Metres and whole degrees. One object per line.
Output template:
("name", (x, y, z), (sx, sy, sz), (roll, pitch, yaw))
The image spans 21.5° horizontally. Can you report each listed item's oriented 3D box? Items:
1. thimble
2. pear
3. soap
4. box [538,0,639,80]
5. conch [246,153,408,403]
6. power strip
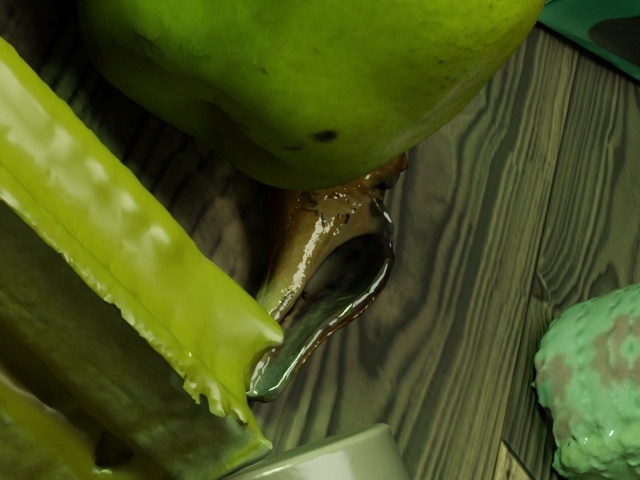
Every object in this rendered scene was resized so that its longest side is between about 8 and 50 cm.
("thimble", (0.268, 0.124, 1.301), (0.211, 0.149, 0.185), (-20, 89, -60))
("pear", (-0.001, -0.184, 0.944), (0.294, 0.294, 0.294), (36, 42, -41))
("soap", (-0.181, -0.004, 0.631), (0.315, 0.199, 0.091), (47, 29, -27))
("box", (0.296, -0.285, 1.651), (0.311, 0.118, 0.205), (17, 54, -54))
("conch", (0.001, 0.001, 1.039), (0.086, 0.080, 0.233), (18, 70, -13))
("power strip", (-0.024, 0.144, 0.818), (0.154, 0.154, 0.078), (-12, 81, -59))
